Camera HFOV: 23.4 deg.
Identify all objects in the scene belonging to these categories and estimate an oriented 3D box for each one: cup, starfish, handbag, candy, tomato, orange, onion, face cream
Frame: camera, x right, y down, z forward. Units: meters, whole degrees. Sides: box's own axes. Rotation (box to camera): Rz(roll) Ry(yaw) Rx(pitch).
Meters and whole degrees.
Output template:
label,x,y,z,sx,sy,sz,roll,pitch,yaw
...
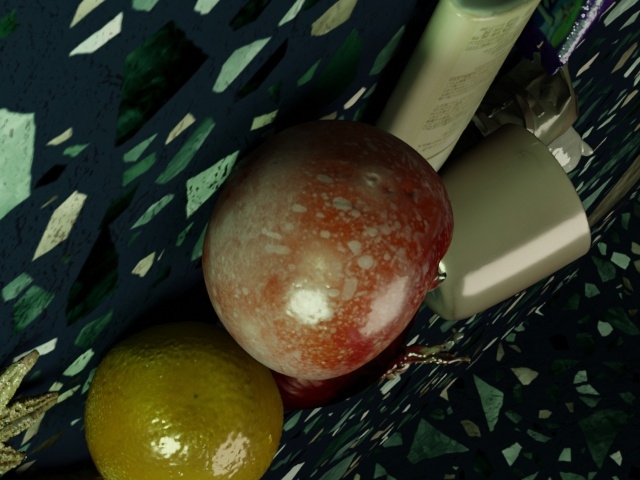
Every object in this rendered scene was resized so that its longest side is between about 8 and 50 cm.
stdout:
label,x,y,z,sx,sy,sz,roll,pitch,yaw
cup,0.183,-0.042,1.931,0.200,0.253,0.191,-30,170,-11
starfish,-0.337,0.197,1.517,0.240,0.043,0.227,-54,166,20
handbag,0.244,-0.151,2.080,0.270,0.117,0.182,-37,153,-7
candy,0.308,-0.321,1.738,0.070,0.145,0.275,23,117,-40
tomato,0.000,0.000,1.556,0.270,0.227,0.270,-46,-170,11
orange,-0.150,0.194,1.692,0.236,0.236,0.236,-42,166,-13
onion,0.027,0.102,1.849,0.273,0.285,0.273,-47,-165,17
face cream,0.142,-0.179,1.753,0.173,0.081,0.348,-36,164,-36

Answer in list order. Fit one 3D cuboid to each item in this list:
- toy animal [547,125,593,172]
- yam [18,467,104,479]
label,x,y,z,sx,sy,sz,roll,pitch,yaw
toy animal,0.259,-0.081,2.255,0.282,0.140,0.138,-54,140,6
yam,-0.311,0.317,1.875,0.081,0.081,0.356,-46,168,4
